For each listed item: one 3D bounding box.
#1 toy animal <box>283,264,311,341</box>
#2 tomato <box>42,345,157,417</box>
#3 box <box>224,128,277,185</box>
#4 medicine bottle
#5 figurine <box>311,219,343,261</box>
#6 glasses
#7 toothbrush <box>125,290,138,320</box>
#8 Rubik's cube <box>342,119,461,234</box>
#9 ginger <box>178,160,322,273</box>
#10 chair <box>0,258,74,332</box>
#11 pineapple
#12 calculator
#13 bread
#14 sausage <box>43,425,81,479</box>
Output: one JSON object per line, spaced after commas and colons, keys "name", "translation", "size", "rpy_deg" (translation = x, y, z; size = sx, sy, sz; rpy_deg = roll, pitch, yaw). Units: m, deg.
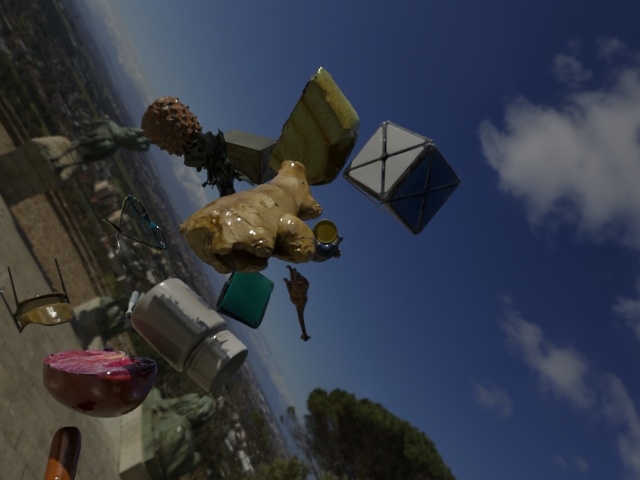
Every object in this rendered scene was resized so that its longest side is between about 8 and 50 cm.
{"name": "toy animal", "translation": [-0.080, 0.227, 1.802], "size": [0.230, 0.066, 0.224], "rpy_deg": [56, -37, 35]}
{"name": "tomato", "translation": [-0.659, 0.423, 1.435], "size": [0.289, 0.334, 0.176], "rpy_deg": [20, 77, -68]}
{"name": "box", "translation": [-0.295, -0.335, 1.973], "size": [0.231, 0.155, 0.149], "rpy_deg": [17, -57, 22]}
{"name": "medicine bottle", "translation": [-0.406, 0.298, 1.549], "size": [0.339, 0.208, 0.208], "rpy_deg": [39, -19, 15]}
{"name": "figurine", "translation": [-0.001, 0.009, 2.044], "size": [0.275, 0.161, 0.158], "rpy_deg": [154, -61, -73]}
{"name": "glasses", "translation": [-0.647, -0.040, 1.728], "size": [0.239, 0.102, 0.207], "rpy_deg": [54, 25, -5]}
{"name": "toothbrush", "translation": [-0.747, 0.252, 1.961], "size": [0.030, 0.025, 0.342], "rpy_deg": [63, -11, -16]}
{"name": "Rubik's cube", "translation": [0.276, -0.214, 1.682], "size": [0.259, 0.260, 0.255], "rpy_deg": [41, 1, -45]}
{"name": "ginger", "translation": [-0.096, -0.058, 0.999], "size": [0.236, 0.375, 0.166], "rpy_deg": [13, -45, 39]}
{"name": "chair", "translation": [-0.906, 0.203, 1.597], "size": [0.172, 0.158, 0.247], "rpy_deg": [-44, -111, 36]}
{"name": "pineapple", "translation": [-0.348, -0.263, 1.442], "size": [0.364, 0.165, 0.165], "rpy_deg": [40, -14, 1]}
{"name": "calculator", "translation": [-0.361, 0.268, 2.390], "size": [0.248, 0.274, 0.058], "rpy_deg": [36, -30, -32]}
{"name": "bread", "translation": [0.007, -0.382, 1.756], "size": [0.264, 0.239, 0.395], "rpy_deg": [35, -45, -3]}
{"name": "sausage", "translation": [-0.688, 0.595, 1.315], "size": [0.198, 0.076, 0.076], "rpy_deg": [-103, 180, -45]}
